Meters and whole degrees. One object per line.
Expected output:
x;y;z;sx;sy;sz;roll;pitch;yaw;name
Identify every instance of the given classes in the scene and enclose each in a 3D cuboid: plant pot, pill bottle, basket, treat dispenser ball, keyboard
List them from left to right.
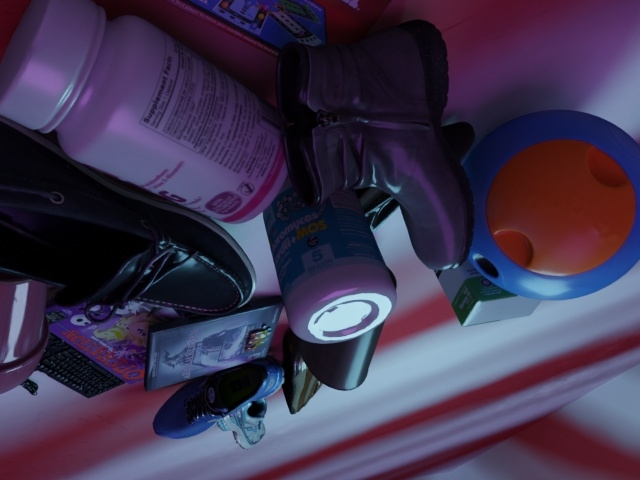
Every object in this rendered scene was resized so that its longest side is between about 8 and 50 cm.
-0.476;0.085;0.696;0.201;0.201;0.180;15;116;-37;plant pot
-0.546;0.260;1.008;0.201;0.033;0.317;-18;143;0;keyboard
-0.179;-0.136;0.545;0.160;0.161;0.283;-39;138;26;pill bottle
0.000;0.000;0.707;0.146;0.264;0.146;-12;142;-9;pill bottle
0.058;0.153;1.008;0.154;0.204;0.227;3;130;-20;basket
0.350;-0.053;0.767;0.287;0.288;0.288;-11;143;-9;treat dispenser ball

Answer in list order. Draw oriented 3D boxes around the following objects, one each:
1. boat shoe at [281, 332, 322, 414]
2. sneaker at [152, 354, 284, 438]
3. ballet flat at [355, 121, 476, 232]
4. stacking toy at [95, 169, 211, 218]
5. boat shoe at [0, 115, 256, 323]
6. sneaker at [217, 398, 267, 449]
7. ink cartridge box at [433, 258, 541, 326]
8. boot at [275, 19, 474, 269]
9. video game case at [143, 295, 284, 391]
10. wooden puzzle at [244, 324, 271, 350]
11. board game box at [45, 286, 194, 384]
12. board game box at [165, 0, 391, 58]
-0.032;0.338;1.251;0.119;0.123;0.324;-10;143;-16;boat shoe
-0.251;0.359;1.157;0.329;0.130;0.147;-29;162;2;sneaker
0.111;-0.095;0.781;0.096;0.095;0.280;28;125;-30;ballet flat
-0.229;-0.039;0.740;0.220;0.052;0.167;1;139;-23;stacking toy
-0.268;0.018;0.636;0.186;0.156;0.500;-31;142;18;boat shoe
-0.197;0.502;1.402;0.122;0.110;0.283;-23;143;2;sneaker
0.301;0.045;0.940;0.152;0.209;0.087;-7;139;-15;ink cartridge box
0.064;-0.083;0.616;0.222;0.118;0.339;-28;110;-29;boot
-0.218;0.211;1.024;0.274;0.026;0.196;-10;138;-32;video game case
-0.132;0.210;1.065;0.049;0.006;0.083;-9;137;-33;wooden puzzle
-0.359;0.173;0.964;0.208;0.056;0.347;-15;144;3;board game box
-0.059;-0.280;0.522;0.281;0.027;0.145;15;131;-36;board game box
